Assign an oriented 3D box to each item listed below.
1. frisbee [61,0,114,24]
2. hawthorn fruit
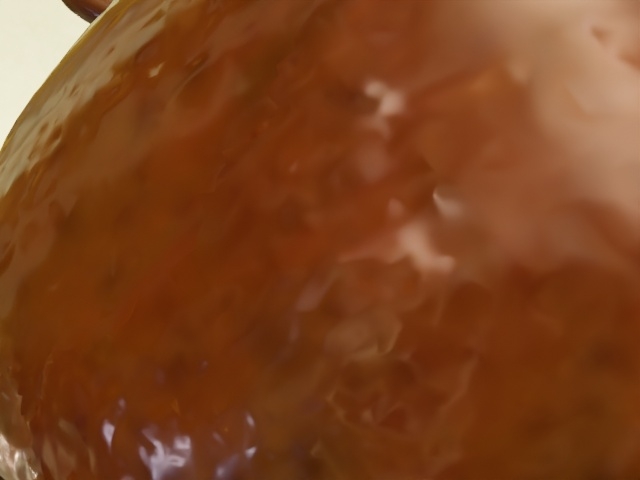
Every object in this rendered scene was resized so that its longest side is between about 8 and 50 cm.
[{"bbox_3d":[-0.095,-0.250,1.251,0.251,0.250,0.021,-22,-38,-6],"label":"frisbee"},{"bbox_3d":[0.076,0.054,0.684,0.472,0.471,0.471,-18,-33,-12],"label":"hawthorn fruit"}]
